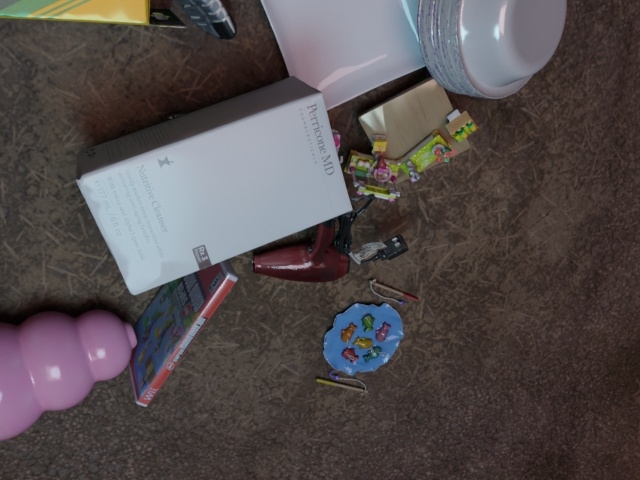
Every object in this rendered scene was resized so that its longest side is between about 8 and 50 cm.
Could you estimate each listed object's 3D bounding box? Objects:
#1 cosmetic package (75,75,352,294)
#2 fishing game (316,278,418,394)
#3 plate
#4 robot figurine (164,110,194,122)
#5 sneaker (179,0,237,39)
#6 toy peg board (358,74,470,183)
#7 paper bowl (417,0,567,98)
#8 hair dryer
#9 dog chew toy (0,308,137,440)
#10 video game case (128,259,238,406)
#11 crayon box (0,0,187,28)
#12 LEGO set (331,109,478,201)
[{"bbox_3d":[-0.165,-0.095,1.178,0.385,0.156,0.217,-22,117,-8],"label":"cosmetic package"},{"bbox_3d":[0.096,0.214,1.576,0.189,0.041,0.264,23,104,-29],"label":"fishing game"},{"bbox_3d":[0.046,-0.392,1.275,0.278,0.045,0.277,-25,118,-6],"label":"plate"},{"bbox_3d":[-0.186,-0.111,1.304,0.291,0.085,0.211,23,105,-27],"label":"robot figurine"},{"bbox_3d":[-0.181,-0.435,1.161,0.132,0.086,0.228,-61,140,-15],"label":"sneaker"},{"bbox_3d":[0.174,-0.219,1.392,0.161,0.079,0.161,-26,120,12],"label":"toy peg board"},{"bbox_3d":[0.311,-0.386,1.256,0.284,0.148,0.284,-17,116,-38],"label":"paper bowl"},{"bbox_3d":[0.000,0.000,1.386,0.293,0.080,0.223,-25,139,18],"label":"hair dryer"},{"bbox_3d":[-0.491,0.219,1.297,0.332,0.206,0.206,-18,119,-20],"label":"dog chew toy"},{"bbox_3d":[-0.258,0.129,1.321,0.025,0.204,0.285,30,102,-30],"label":"video game case"},{"bbox_3d":[-0.366,-0.368,1.056,0.323,0.203,0.083,-2,114,-19],"label":"crayon box"},{"bbox_3d":[0.150,-0.144,1.327,0.287,0.107,0.132,-7,122,1],"label":"LEGO set"}]
